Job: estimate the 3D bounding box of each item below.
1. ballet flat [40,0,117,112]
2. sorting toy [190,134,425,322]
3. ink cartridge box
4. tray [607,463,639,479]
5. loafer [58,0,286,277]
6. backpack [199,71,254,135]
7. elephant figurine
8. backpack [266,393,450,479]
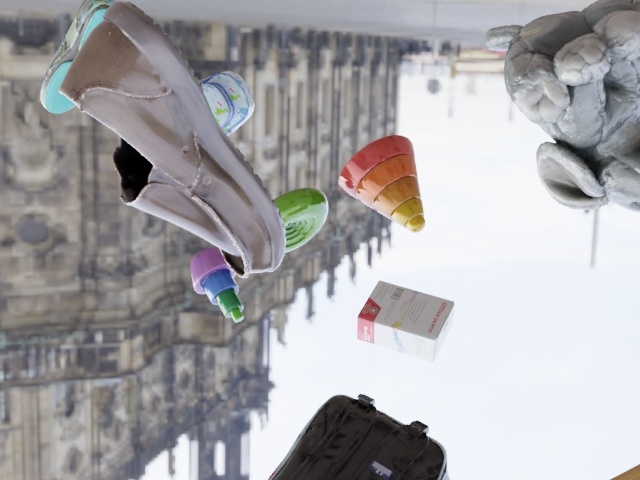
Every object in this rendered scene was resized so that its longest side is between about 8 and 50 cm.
[{"bbox_3d":[-0.315,-0.251,1.344,0.070,0.188,0.070,30,-149,-21],"label":"ballet flat"},{"bbox_3d":[0.000,0.000,1.398,0.365,0.126,0.127,-30,155,-5],"label":"sorting toy"},{"bbox_3d":[0.179,0.169,2.131,0.175,0.072,0.127,16,-138,19],"label":"ink cartridge box"},{"bbox_3d":[0.467,0.304,1.206,0.410,0.203,0.076,-21,-134,-17],"label":"tray"},{"bbox_3d":[-0.160,-0.081,1.086,0.130,0.366,0.134,-39,-140,-10],"label":"loafer"},{"bbox_3d":[-0.174,-0.226,1.711,0.114,0.105,0.084,-30,-176,13],"label":"backpack"},{"bbox_3d":[0.272,-0.092,0.946,0.169,0.239,0.186,-21,-152,27],"label":"elephant figurine"},{"bbox_3d":[0.039,0.375,1.438,0.225,0.191,0.253,25,-127,26],"label":"backpack"}]
